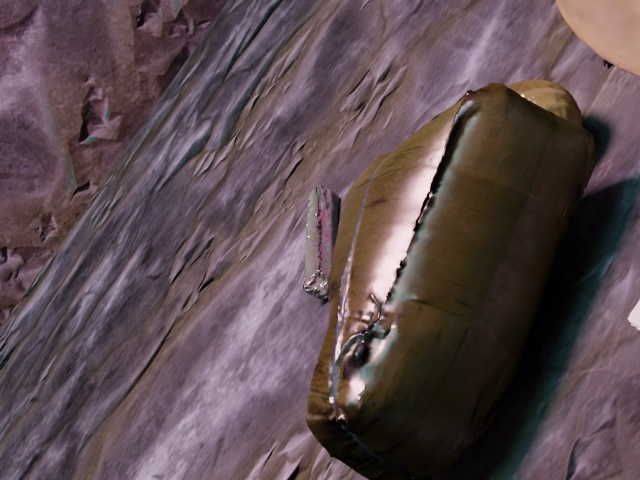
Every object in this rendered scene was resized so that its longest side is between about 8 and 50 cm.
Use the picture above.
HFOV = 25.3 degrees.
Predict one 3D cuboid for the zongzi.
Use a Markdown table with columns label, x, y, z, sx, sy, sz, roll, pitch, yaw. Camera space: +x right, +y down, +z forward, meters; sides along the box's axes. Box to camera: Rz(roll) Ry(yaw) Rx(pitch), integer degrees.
| label | x | y | z | sx | sy | sz | roll | pitch | yaw |
| --- | --- | --- | --- | --- | --- | --- | --- | --- | --- |
| zongzi | 0.051 | 0.051 | 1.229 | 0.360 | 0.160 | 0.323 | -14 | 44 | 62 |

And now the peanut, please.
| label | x | y | z | sx | sy | sz | roll | pitch | yaw |
| --- | --- | --- | --- | --- | --- | --- | --- | --- | --- |
| peanut | 0.171 | -0.096 | 1.296 | 0.093 | 0.083 | 0.194 | -52 | 14 | -21 |

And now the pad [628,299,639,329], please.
| label | x | y | z | sx | sy | sz | roll | pitch | yaw |
| --- | --- | --- | --- | --- | --- | --- | --- | --- | --- |
| pad | 0.295 | 0.018 | 0.931 | 0.156 | 0.004 | 0.232 | -56 | 19 | 0 |

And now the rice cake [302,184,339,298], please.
| label | x | y | z | sx | sy | sz | roll | pitch | yaw |
| --- | --- | --- | --- | --- | --- | --- | --- | --- | --- |
| rice cake | 0.001 | 0.000 | 1.632 | 0.033 | 0.033 | 0.208 | -48 | 21 | 27 |

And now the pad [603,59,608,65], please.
| label | x | y | z | sx | sy | sz | roll | pitch | yaw |
| --- | --- | --- | --- | --- | --- | --- | --- | --- | --- |
| pad | 0.285 | -0.298 | 1.294 | 0.174 | 0.022 | 0.233 | -81 | 1 | -50 |

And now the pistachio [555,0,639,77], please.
| label | x | y | z | sx | sy | sz | roll | pitch | yaw |
| --- | --- | --- | --- | --- | --- | --- | --- | --- | --- |
| pistachio | 0.288 | -0.198 | 0.976 | 0.230 | 0.230 | 0.309 | -59 | 24 | -8 |
